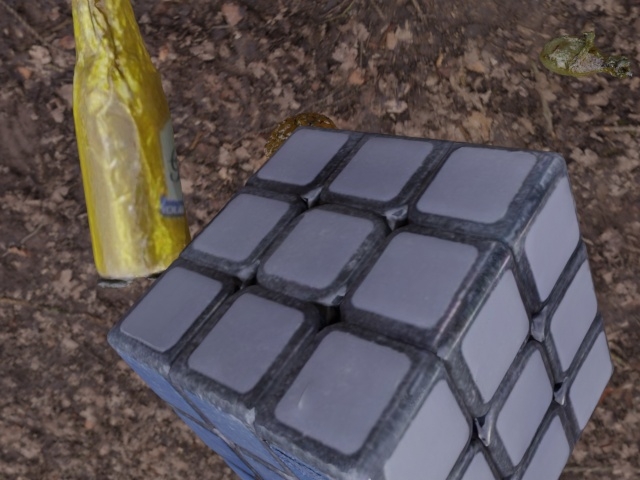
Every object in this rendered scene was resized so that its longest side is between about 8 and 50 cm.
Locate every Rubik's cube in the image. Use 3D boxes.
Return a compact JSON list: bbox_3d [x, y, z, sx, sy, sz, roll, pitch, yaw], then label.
[{"bbox_3d":[0.055,0.105,0.631,0.305,0.304,0.301,14,145,40],"label":"Rubik's cube"}]

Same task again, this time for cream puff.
[{"bbox_3d":[-0.031,-0.179,1.297,0.150,0.165,0.115,1,140,18],"label":"cream puff"}]

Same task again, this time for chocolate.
[{"bbox_3d":[-0.301,-0.158,1.030,0.162,0.162,0.446,-5,103,9],"label":"chocolate"}]

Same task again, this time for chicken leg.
[{"bbox_3d":[0.645,-0.445,1.644,0.227,0.103,0.088,18,156,36],"label":"chicken leg"}]
